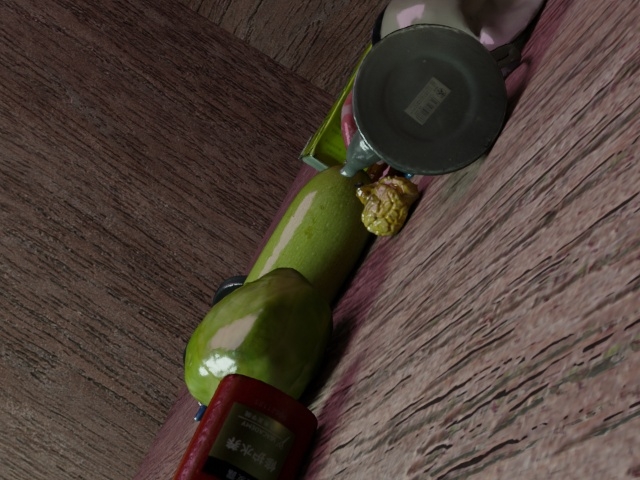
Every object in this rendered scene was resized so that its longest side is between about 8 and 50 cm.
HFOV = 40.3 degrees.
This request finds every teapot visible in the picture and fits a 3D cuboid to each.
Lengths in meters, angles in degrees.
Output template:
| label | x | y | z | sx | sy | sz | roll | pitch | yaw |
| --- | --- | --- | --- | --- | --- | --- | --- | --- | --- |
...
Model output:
| label | x | y | z | sx | sy | sz | roll | pitch | yaw |
| --- | --- | --- | --- | --- | --- | --- | --- | --- | --- |
| teapot | 0.124 | -0.145 | 0.981 | 0.239 | 0.162 | 0.149 | -35 | -7 | -3 |

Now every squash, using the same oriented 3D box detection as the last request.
| label | x | y | z | sx | sy | sz | roll | pitch | yaw |
| --- | --- | --- | --- | --- | --- | --- | --- | --- | --- |
| squash | 0.000 | 0.000 | 1.264 | 0.247 | 0.132 | 0.132 | -58 | 7 | 7 |

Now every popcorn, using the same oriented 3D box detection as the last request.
| label | x | y | z | sx | sy | sz | roll | pitch | yaw |
| --- | --- | --- | --- | --- | --- | --- | --- | --- | --- |
| popcorn | 0.078 | -0.052 | 1.121 | 0.084 | 0.084 | 0.084 | -58 | 7 | 11 |

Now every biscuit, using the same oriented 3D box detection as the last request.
| label | x | y | z | sx | sy | sz | roll | pitch | yaw |
| --- | --- | --- | --- | --- | --- | --- | --- | --- | --- |
| biscuit | 0.101 | -0.109 | 1.373 | 0.212 | 0.036 | 0.212 | -58 | 8 | 13 |

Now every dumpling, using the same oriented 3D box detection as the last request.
| label | x | y | z | sx | sy | sz | roll | pitch | yaw |
| --- | --- | --- | --- | --- | --- | --- | --- | --- | --- |
| dumpling | 0.175 | -0.293 | 1.128 | 0.293 | 0.163 | 0.204 | -49 | -1 | -19 |

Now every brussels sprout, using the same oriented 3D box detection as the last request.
| label | x | y | z | sx | sy | sz | roll | pitch | yaw |
| --- | --- | --- | --- | --- | --- | --- | --- | --- | --- |
| brussels sprout | -0.074 | 0.128 | 1.095 | 0.223 | 0.161 | 0.223 | -56 | 15 | 23 |

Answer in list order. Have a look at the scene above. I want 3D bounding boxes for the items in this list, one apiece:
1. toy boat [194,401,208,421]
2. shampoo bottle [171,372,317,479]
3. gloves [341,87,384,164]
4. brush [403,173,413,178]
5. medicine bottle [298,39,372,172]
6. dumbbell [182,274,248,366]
| label | x | y | z | sx | sy | sz | roll | pitch | yaw |
| --- | --- | --- | --- | --- | --- | --- | --- | --- | --- |
| toy boat | -0.141 | 0.266 | 1.277 | 0.223 | 0.097 | 0.100 | -59 | 4 | -3 |
| shampoo bottle | -0.105 | 0.282 | 0.846 | 0.076 | 0.118 | 0.314 | -45 | 15 | 51 |
| gloves | 0.102 | -0.210 | 1.267 | 0.145 | 0.126 | 0.241 | -5 | 30 | 50 |
| brush | 0.158 | -0.158 | 1.259 | 0.164 | 0.014 | 0.051 | -62 | 11 | -18 |
| medicine bottle | 0.084 | -0.214 | 1.539 | 0.250 | 0.141 | 0.137 | -60 | 10 | -1 |
| dumbbell | -0.146 | 0.167 | 1.540 | 0.143 | 0.143 | 0.325 | -54 | 8 | 38 |
